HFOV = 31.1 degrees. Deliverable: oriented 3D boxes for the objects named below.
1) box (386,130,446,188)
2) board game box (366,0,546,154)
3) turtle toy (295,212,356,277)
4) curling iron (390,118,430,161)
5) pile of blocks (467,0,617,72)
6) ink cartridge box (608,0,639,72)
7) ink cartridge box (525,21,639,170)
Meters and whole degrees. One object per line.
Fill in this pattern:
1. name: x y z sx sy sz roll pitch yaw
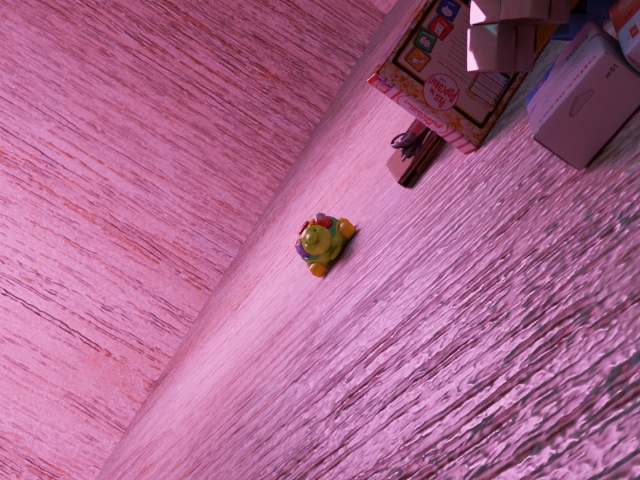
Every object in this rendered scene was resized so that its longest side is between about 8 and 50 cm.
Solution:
1. box: 0.153 -0.153 1.593 0.164 0.021 0.201 -53 7 8
2. board game box: 0.167 -0.220 1.326 0.193 0.147 0.045 -55 8 -12
3. turtle toy: 0.000 0.000 1.681 0.095 0.066 0.130 -54 7 3
4. curling iron: 0.176 -0.215 1.517 0.274 0.035 0.068 -54 9 -11
5. pile of blocks: 0.273 -0.272 1.017 0.362 0.149 0.113 -55 28 -14
6. ink cartridge box: 0.300 -0.218 0.889 0.179 0.045 0.145 -54 8 25
7. ink cartridge box: 0.216 -0.119 0.937 0.088 0.052 0.122 -52 7 22
